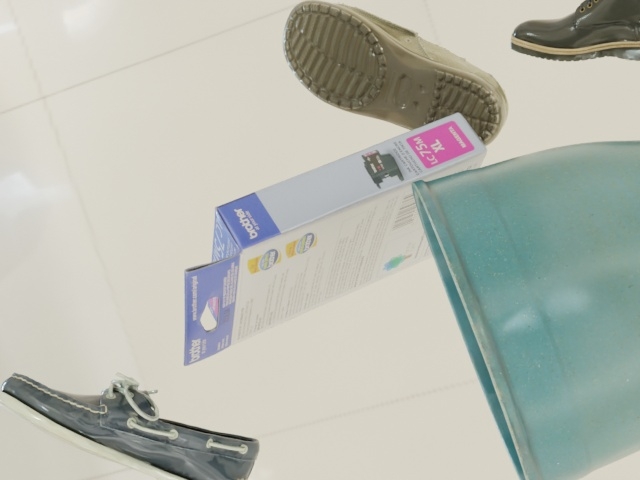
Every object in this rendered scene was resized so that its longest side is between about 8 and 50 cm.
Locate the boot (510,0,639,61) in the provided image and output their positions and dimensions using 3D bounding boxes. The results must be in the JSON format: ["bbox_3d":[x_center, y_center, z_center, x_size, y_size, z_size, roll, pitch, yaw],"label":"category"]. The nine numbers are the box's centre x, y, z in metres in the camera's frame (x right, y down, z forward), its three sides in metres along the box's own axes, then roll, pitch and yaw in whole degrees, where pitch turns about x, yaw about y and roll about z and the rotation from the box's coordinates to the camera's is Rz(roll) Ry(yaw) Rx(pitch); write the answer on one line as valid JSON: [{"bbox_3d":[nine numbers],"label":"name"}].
[{"bbox_3d":[0.312,-0.276,1.188,0.198,0.077,0.137,2,120,18],"label":"boot"}]

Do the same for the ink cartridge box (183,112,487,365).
[{"bbox_3d":[0.000,0.000,1.012,0.311,0.185,0.065,-25,65,-21],"label":"ink cartridge box"}]

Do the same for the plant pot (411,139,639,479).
[{"bbox_3d":[0.238,0.036,0.852,0.255,0.271,0.271,-21,95,3],"label":"plant pot"}]

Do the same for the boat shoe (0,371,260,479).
[{"bbox_3d":[-0.171,0.170,0.973,0.255,0.095,0.079,27,79,-18],"label":"boat shoe"}]

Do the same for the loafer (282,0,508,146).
[{"bbox_3d":[0.080,-0.172,1.114,0.269,0.092,0.101,32,112,20],"label":"loafer"}]
